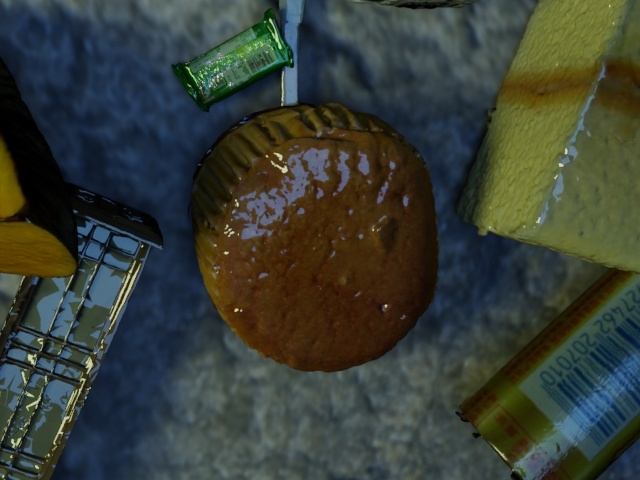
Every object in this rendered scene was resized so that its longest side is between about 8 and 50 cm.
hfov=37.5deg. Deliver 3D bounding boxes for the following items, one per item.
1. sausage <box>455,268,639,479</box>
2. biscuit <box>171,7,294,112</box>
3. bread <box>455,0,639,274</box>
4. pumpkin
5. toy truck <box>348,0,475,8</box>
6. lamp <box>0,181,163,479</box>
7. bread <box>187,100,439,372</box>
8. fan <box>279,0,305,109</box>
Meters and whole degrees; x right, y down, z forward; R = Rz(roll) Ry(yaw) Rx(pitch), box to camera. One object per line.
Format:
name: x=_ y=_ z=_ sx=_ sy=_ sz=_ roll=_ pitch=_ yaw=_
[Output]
sausage: x=0.261 y=0.082 z=0.783 sx=0.317 sy=0.125 sz=0.117 roll=-41 pitch=107 yaw=-5
biscuit: x=-0.064 y=-0.132 z=0.707 sx=0.089 sy=0.016 sz=0.046 roll=-27 pitch=96 yaw=9
bread: x=0.241 y=-0.088 z=0.733 sx=0.178 sy=0.135 sz=0.240 roll=20 pitch=93 yaw=-19
pumpkin: x=-0.232 y=-0.067 z=0.623 sx=0.111 sy=0.278 sz=0.163 roll=42 pitch=58 yaw=-53
toy truck: x=0.060 y=-0.289 z=0.669 sx=0.125 sy=0.101 sz=0.242 roll=-2 pitch=100 yaw=-8
lamp: x=-0.219 y=0.121 z=0.701 sx=0.089 sy=0.090 sz=0.325 roll=22 pitch=97 yaw=-16
bread: x=0.001 y=0.000 z=0.701 sx=0.199 sy=0.104 sz=0.199 roll=-7 pitch=112 yaw=-16
fan: x=-0.026 y=-0.218 z=0.706 sx=0.057 sy=0.023 sz=0.282 roll=1 pitch=100 yaw=-14
